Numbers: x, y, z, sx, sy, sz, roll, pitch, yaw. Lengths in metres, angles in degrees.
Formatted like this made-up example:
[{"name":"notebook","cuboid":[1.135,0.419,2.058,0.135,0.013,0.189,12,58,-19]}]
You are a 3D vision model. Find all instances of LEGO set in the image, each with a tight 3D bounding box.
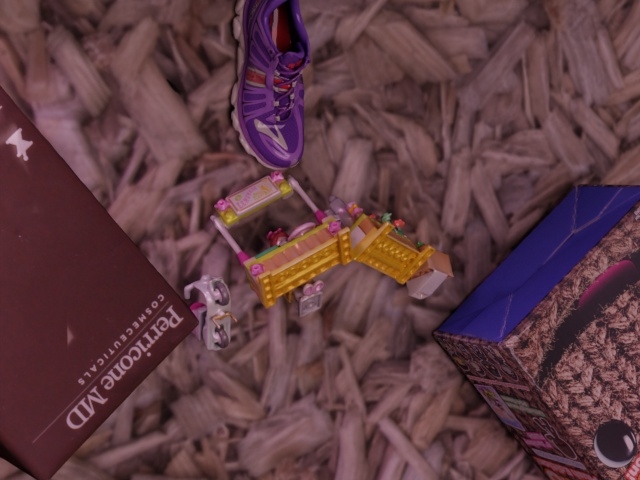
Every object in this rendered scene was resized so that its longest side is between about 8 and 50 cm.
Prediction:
[{"name":"LEGO set","cuboid":[0.000,0.000,1.481,0.287,0.107,0.132,-14,139,-33]}]

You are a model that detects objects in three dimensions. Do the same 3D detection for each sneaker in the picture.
[{"name":"sneaker","cuboid":[-0.040,-0.145,1.429,0.068,0.071,0.170,-13,105,-29]}]

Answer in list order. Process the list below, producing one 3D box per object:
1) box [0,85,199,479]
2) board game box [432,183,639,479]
[{"name":"box","cuboid":[-0.293,-0.009,1.259,0.191,0.143,0.381,-47,119,-17]},{"name":"board game box","cuboid":[0.302,0.125,1.607,0.232,0.141,0.291,-45,108,-15]}]
